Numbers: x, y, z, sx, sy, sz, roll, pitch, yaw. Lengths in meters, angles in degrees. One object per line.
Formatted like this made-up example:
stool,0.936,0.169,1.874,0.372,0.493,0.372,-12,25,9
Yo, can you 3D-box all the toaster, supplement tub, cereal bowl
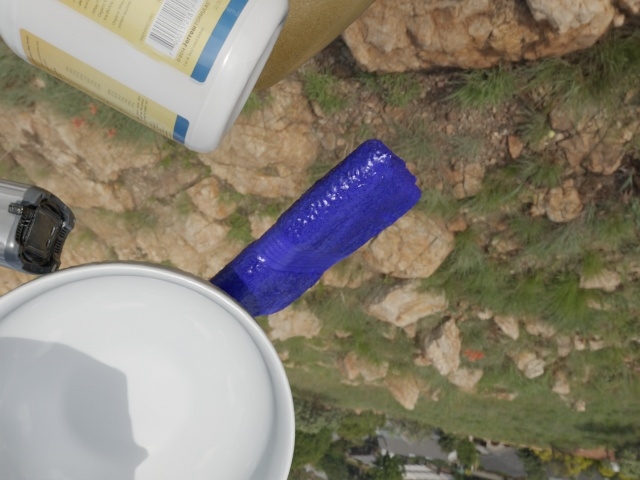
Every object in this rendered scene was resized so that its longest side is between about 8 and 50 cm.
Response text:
toaster,-0.484,-0.026,0.733,0.147,0.129,0.227,14,168,-8
supplement tub,-0.140,-0.172,0.368,0.200,0.144,0.144,28,146,-13
cereal bowl,-0.200,0.182,0.502,0.339,0.338,0.141,31,178,-14

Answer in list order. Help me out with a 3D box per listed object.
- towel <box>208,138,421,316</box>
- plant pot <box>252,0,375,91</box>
towel,0.000,0.000,0.674,0.308,0.228,0.076,-42,78,16
plant pot,-0.045,-0.284,0.493,0.237,0.237,0.254,31,141,-13
